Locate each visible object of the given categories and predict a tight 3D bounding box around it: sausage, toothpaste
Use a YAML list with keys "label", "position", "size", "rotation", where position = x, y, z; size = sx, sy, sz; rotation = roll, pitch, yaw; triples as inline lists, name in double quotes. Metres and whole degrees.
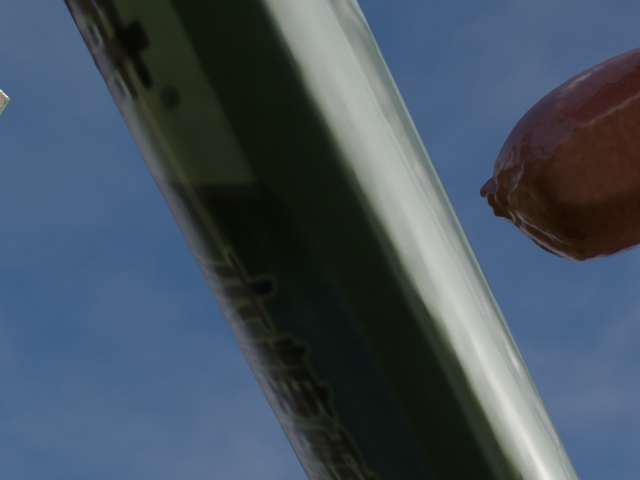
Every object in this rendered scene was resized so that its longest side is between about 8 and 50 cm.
- label: "sausage"
  position: [0.243, -0.073, 1.330]
  size: [0.254, 0.148, 0.148]
  rotation: [-24, -47, -6]
- label: "toothpaste"
  position: [0.000, 0.000, 0.408]
  size: [0.392, 0.061, 0.099]
  rotation: [64, -22, 0]

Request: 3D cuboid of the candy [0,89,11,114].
- label: "candy"
  position: [-0.371, -0.149, 1.561]
  size: [0.062, 0.097, 0.194]
  rotation: [3, -34, 43]
